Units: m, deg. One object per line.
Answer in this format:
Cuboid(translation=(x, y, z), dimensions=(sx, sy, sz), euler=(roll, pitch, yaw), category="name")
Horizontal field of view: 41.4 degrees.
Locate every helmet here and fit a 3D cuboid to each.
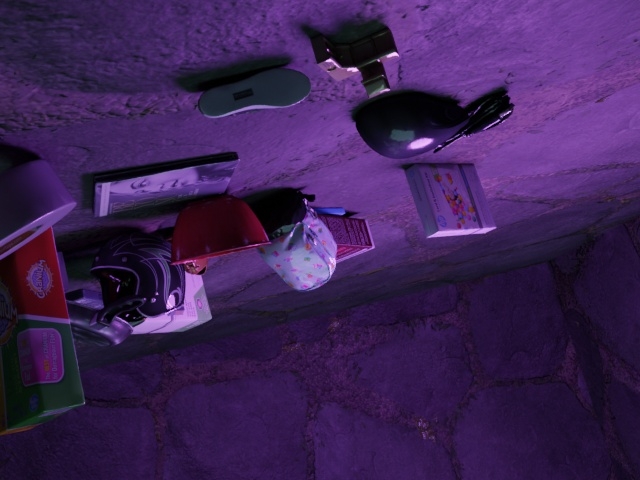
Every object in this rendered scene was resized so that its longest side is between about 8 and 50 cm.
Cuboid(translation=(-0.336, 0.063, 1.574), dimensions=(0.169, 0.162, 0.169), euler=(-16, -177, 1), category="helmet")

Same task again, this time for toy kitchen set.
Cuboid(translation=(0.046, -0.212, 1.005), dimensions=(0.083, 0.068, 0.075), euler=(-20, 167, 18), category="toy kitchen set")

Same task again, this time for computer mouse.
Cuboid(translation=(0.172, -0.172, 1.342), dimensions=(0.272, 0.072, 0.188), euler=(-4, 164, -44), category="computer mouse")

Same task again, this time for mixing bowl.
Cuboid(translation=(-0.185, -0.023, 1.483), dimensions=(0.181, 0.098, 0.181), euler=(-13, 178, 0), category="mixing bowl")

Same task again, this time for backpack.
Cuboid(translation=(-0.047, 0.008, 1.635), dimensions=(0.151, 0.115, 0.182), euler=(-19, 128, 30), category="backpack")

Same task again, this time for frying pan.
Cuboid(translation=(-0.391, 0.152, 1.537), dimensions=(0.326, 0.053, 0.197), euler=(0, 155, 31), category="frying pan")

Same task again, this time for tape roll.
Cuboid(translation=(-0.429, -0.018, 1.096), dimensions=(0.219, 0.072, 0.219), euler=(-32, -175, 3), category="tape roll")

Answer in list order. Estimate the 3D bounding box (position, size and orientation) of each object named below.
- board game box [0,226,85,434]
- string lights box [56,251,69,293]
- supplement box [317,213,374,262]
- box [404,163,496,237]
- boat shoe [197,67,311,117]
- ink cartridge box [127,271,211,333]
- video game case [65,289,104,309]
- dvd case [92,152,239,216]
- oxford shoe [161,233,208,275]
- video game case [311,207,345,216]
Cuboid(translation=(-0.466, 0.124, 1.309), dimensions=(0.064, 0.317, 0.242), euler=(-5, 164, -39), category="board game box")
Cuboid(translation=(-0.583, 0.103, 1.646), dimensions=(0.133, 0.077, 0.259), euler=(-8, 166, -29), category="string lights box")
Cuboid(translation=(0.000, 0.000, 1.838), dimensions=(0.130, 0.073, 0.239), euler=(-22, 166, 29), category="supplement box")
Cuboid(translation=(0.261, -0.082, 1.693), dimensions=(0.186, 0.145, 0.038), euler=(-4, 161, -41), category="box")
Cuboid(translation=(-0.083, -0.182, 1.053), dimensions=(0.142, 0.049, 0.040), euler=(-12, -173, -8), category="boat shoe")
Cuboid(translation=(-0.342, 0.106, 1.759), dimensions=(0.092, 0.160, 0.219), euler=(-22, 167, 26), category="ink cartridge box")
Cuboid(translation=(-0.599, 0.169, 2.061), dimensions=(0.196, 0.026, 0.274), euler=(-17, 169, 9), category="video game case")
Cuboid(translation=(-0.248, -0.086, 1.342), dimensions=(0.221, 0.018, 0.164), euler=(-11, 168, -19), category="dvd case")
Cuboid(translation=(-0.263, 0.027, 1.711), dimensions=(0.076, 0.076, 0.212), euler=(-14, 167, 5), category="oxford shoe")
Cuboid(translation=(-0.043, -0.035, 1.840), dimensions=(0.119, 0.015, 0.166), euler=(-2, 163, -45), category="video game case")
